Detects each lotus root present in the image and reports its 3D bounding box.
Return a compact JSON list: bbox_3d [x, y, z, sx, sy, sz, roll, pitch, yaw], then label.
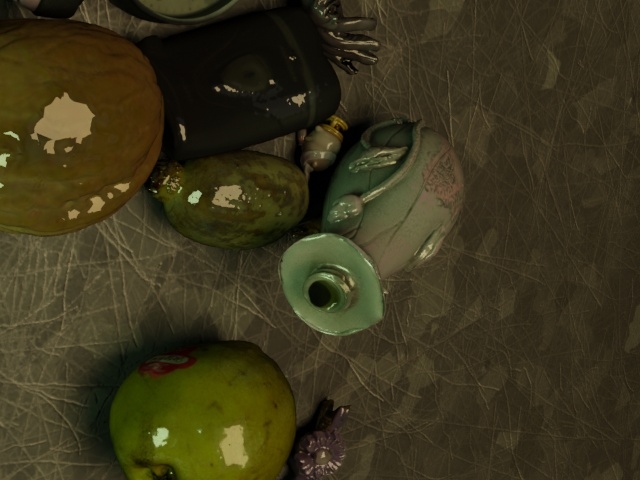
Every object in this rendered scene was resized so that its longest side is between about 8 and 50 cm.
[{"bbox_3d":[-0.148,-0.068,2.017,0.309,0.173,0.173,3,103,-43],"label":"lotus root"}]

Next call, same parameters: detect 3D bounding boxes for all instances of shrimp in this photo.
[{"bbox_3d":[-0.006,-0.003,2.267,0.162,0.045,0.095,-10,132,-48],"label":"shrimp"}]

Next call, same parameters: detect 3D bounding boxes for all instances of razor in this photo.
[{"bbox_3d":[-0.133,-0.247,1.956,0.349,0.113,0.204,-20,90,-34],"label":"razor"}]

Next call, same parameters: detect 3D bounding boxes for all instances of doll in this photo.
[{"bbox_3d":[-0.009,-0.162,2.181,0.084,0.073,0.127,33,75,-13],"label":"doll"}]

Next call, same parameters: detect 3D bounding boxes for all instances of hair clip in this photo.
[{"bbox_3d":[-0.018,0.439,2.396,0.106,0.084,0.292,15,100,-29],"label":"hair clip"}]

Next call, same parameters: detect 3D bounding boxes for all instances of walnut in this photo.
[{"bbox_3d":[-0.363,-0.155,1.657,0.333,0.333,0.332,-18,117,-39],"label":"walnut"}]

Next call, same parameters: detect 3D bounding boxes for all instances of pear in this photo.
[{"bbox_3d":[-0.174,0.290,2.043,0.375,0.287,0.287,-38,132,-57],"label":"pear"}]

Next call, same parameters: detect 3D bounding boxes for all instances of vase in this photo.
[{"bbox_3d":[0.092,-0.028,2.119,0.445,0.250,0.249,-53,140,-51],"label":"vase"}]

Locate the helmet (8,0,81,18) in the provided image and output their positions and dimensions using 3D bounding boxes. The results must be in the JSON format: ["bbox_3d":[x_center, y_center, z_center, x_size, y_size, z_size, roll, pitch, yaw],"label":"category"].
[{"bbox_3d":[-0.355,-0.421,1.649,0.154,0.198,0.253,6,117,-21],"label":"helmet"}]

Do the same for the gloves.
[{"bbox_3d":[0.012,-0.402,2.076,0.119,0.142,0.285,-23,117,7],"label":"gloves"}]

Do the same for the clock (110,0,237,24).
[{"bbox_3d":[-0.208,-0.479,1.859,0.325,0.067,0.325,-19,118,-39],"label":"clock"}]
